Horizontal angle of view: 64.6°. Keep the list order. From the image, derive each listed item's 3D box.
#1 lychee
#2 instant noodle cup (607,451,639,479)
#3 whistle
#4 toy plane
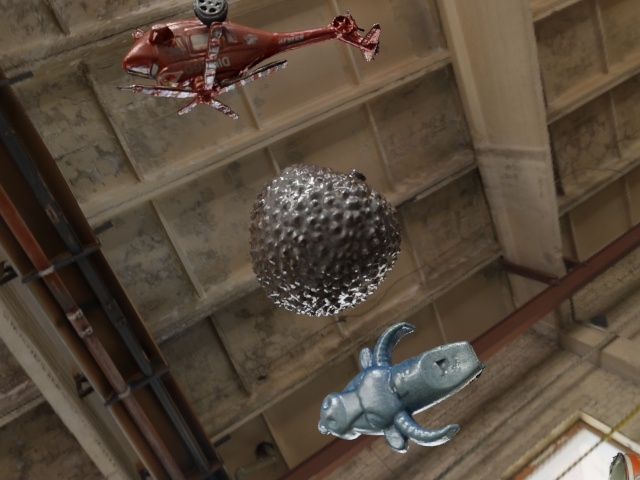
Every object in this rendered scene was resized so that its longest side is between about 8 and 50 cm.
[{"bbox_3d":[-0.001,-0.004,0.920,0.299,0.300,0.300,-8,-72,-27],"label":"lychee"},{"bbox_3d":[0.430,0.351,0.579,0.213,0.174,0.214,8,-90,-66],"label":"instant noodle cup"},{"bbox_3d":[0.110,0.226,0.751,0.269,0.180,0.093,-33,-40,15],"label":"whistle"},{"bbox_3d":[-0.055,-0.154,0.391,0.194,0.126,0.077,-19,-103,12],"label":"toy plane"}]
